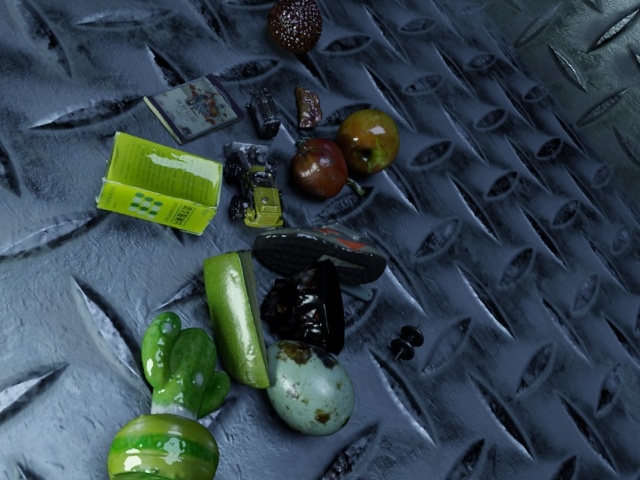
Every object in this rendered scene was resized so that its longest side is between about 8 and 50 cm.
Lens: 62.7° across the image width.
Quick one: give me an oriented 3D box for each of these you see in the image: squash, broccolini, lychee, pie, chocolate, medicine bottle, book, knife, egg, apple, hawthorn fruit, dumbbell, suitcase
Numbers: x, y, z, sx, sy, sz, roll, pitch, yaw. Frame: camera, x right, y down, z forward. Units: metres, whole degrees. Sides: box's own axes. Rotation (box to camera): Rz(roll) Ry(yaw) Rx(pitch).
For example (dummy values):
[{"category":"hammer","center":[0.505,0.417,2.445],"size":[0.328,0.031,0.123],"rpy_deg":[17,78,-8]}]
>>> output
[{"category":"squash","center":[-0.182,0.168,1.150],"size":[0.111,0.203,0.289],"rpy_deg":[-14,89,-1]},{"category":"broccolini","center":[0.035,-0.223,1.548],"size":[0.254,0.057,0.071],"rpy_deg":[36,93,-7]},{"category":"lychee","center":[-0.078,-0.683,1.666],"size":[0.188,0.188,0.188],"rpy_deg":[16,56,-25]},{"category":"pie","center":[-0.035,-0.408,1.620],"size":[0.092,0.034,0.170],"rpy_deg":[5,61,-27]},{"category":"chocolate","center":[-0.047,0.163,1.238],"size":[0.176,0.206,0.224],"rpy_deg":[-7,46,12]},{"category":"medicine bottle","center":[-0.356,-0.122,1.176],"size":[0.250,0.137,0.141],"rpy_deg":[14,57,-25]},{"category":"book","center":[-0.329,-0.356,1.403],"size":[0.157,0.026,0.231],"rpy_deg":[51,49,2]},{"category":"knife","center":[0.069,0.116,1.390],"size":[0.162,0.023,0.044],"rpy_deg":[27,51,-18]},{"category":"egg","center":[-0.030,0.309,1.120],"size":[0.231,0.169,0.169],"rpy_deg":[42,48,9]},{"category":"apple","center":[0.144,-0.300,1.575],"size":[0.195,0.196,0.196],"rpy_deg":[16,56,-25]},{"category":"hawthorn fruit","center":[0.016,-0.182,1.465],"size":[0.203,0.162,0.163],"rpy_deg":[43,46,-30]},{"category":"dumbbell","center":[0.227,0.268,1.376],"size":[0.069,0.069,0.147],"rpy_deg":[49,49,1]},{"category":"suitcase","center":[-0.159,-0.352,1.474],"size":[0.059,0.086,0.126],"rpy_deg":[-15,72,-22]}]

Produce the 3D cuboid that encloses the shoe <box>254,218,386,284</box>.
[{"category":"shoe","center":[0.000,0.000,1.351],"size":[0.336,0.132,0.171],"rpy_deg":[11,37,-15]}]

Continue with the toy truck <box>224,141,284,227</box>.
[{"category":"toy truck","center":[-0.165,-0.156,1.335],"size":[0.136,0.111,0.286],"rpy_deg":[2,57,-30]}]

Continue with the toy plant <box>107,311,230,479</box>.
[{"category":"toy plant","center":[-0.259,0.300,0.982],"size":[0.224,0.184,0.316],"rpy_deg":[46,35,-38]}]
